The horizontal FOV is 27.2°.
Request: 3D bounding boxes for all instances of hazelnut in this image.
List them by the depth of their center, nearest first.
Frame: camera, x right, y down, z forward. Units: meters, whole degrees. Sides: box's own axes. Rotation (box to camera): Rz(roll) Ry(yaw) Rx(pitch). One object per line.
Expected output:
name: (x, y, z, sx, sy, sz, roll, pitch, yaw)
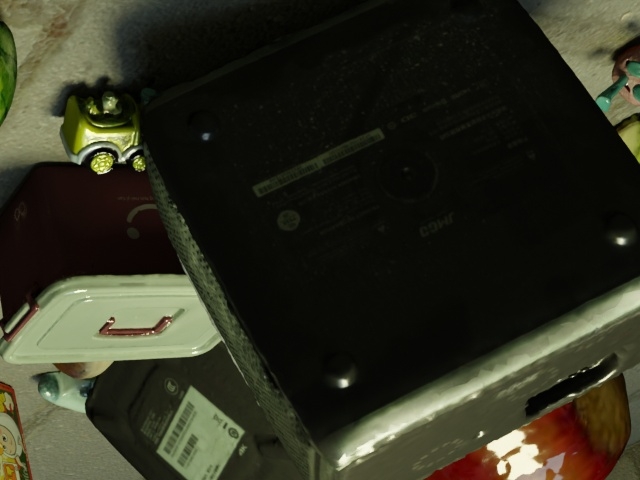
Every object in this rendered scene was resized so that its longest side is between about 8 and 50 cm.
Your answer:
hazelnut: (0.199, 0.201, 1.785, 0.420, 0.421, 0.353, -14, -170, -8)

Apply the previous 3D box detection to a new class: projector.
projector: (0.078, -0.014, 1.254, 0.395, 0.405, 0.242, -26, 157, -10)

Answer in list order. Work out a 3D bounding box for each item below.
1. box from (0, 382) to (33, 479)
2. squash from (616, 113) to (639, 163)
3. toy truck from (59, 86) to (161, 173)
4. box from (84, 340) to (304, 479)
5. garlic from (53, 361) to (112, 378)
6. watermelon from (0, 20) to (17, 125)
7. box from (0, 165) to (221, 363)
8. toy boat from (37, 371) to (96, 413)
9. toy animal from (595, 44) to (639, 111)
box: (-0.516, 0.308, 1.862, 0.148, 0.195, 0.177, -26, 155, 20)
squash: (0.416, -0.064, 1.836, 0.169, 0.093, 0.252, -28, 155, 18)
toy truck: (-0.199, -0.118, 1.318, 0.111, 0.076, 0.077, -7, 134, -26)
box: (-0.143, 0.242, 1.767, 0.091, 0.350, 0.359, -37, 164, -45)
garlic: (-0.305, 0.101, 1.672, 0.090, 0.128, 0.198, -51, 177, -31)
watermelon: (-0.360, -0.112, 1.138, 0.204, 0.127, 0.232, -5, 159, -34)
box: (-0.222, 0.026, 1.488, 0.294, 0.168, 0.193, 2, 148, -38)
toy boat: (-0.315, 0.223, 1.973, 0.134, 0.079, 0.207, -34, 151, 27)
toy animal: (0.406, -0.180, 1.564, 0.208, 0.100, 0.103, -12, 120, -45)
